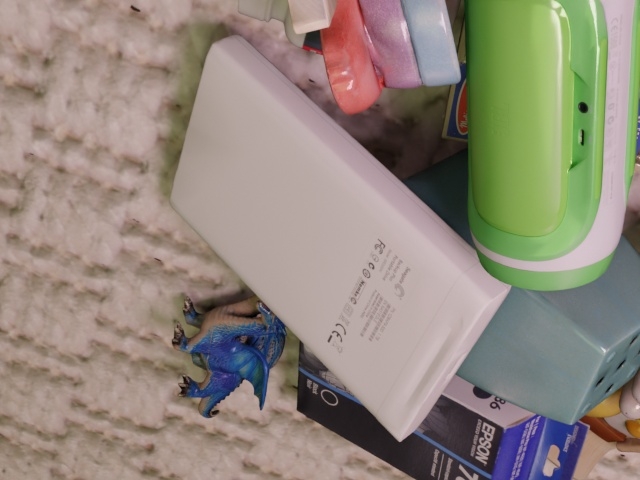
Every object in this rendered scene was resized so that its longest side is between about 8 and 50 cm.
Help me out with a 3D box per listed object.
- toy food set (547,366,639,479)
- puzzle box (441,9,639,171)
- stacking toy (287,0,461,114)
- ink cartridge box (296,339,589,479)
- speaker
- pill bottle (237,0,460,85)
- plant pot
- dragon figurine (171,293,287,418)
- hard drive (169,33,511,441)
[{"bbox_3d":[0.324,0.202,1.205,0.220,0.092,0.306,40,156,-20],"label":"toy food set"},{"bbox_3d":[0.265,-0.238,0.929,0.272,0.052,0.408,10,132,5],"label":"puzzle box"},{"bbox_3d":[0.041,-0.255,0.773,0.130,0.279,0.308,-12,90,9],"label":"stacking toy"},{"bbox_3d":[0.123,0.198,1.243,0.333,0.065,0.165,25,135,24],"label":"ink cartridge box"},{"bbox_3d":[0.173,-0.114,0.846,0.131,0.131,0.296,1,121,12],"label":"speaker"},{"bbox_3d":[0.025,-0.210,0.968,0.180,0.108,0.108,17,132,-2],"label":"pill bottle"},{"bbox_3d":[0.191,0.044,1.040,0.234,0.165,0.165,40,139,29],"label":"plant pot"},{"bbox_3d":[-0.092,0.142,1.313,0.144,0.085,0.289,6,130,7],"label":"dragon figurine"},{"bbox_3d":[0.000,0.000,1.060,0.353,0.047,0.233,44,140,19],"label":"hard drive"}]
